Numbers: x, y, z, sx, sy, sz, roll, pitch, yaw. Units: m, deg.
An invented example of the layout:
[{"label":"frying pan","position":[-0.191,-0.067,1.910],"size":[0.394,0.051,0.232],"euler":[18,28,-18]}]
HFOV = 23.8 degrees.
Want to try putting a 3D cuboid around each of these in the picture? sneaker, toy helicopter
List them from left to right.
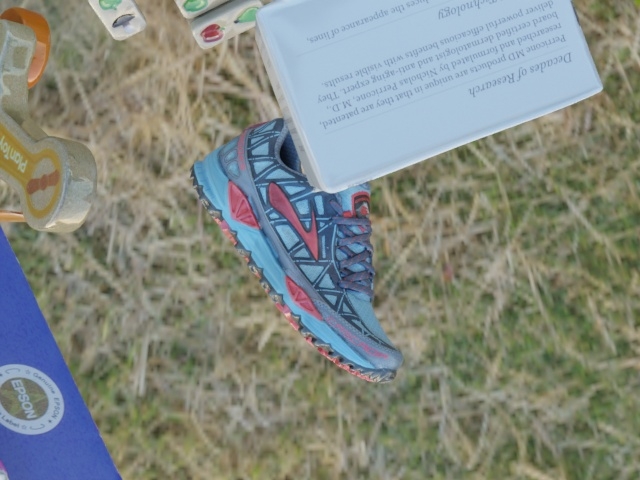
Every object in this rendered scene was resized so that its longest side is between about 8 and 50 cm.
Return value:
[{"label":"toy helicopter","position":[-0.307,-0.085,1.410],"size":[0.140,0.355,0.235],"euler":[13,105,-39]},{"label":"sneaker","position":[0.000,0.000,1.290],"size":[0.125,0.104,0.262],"euler":[-39,72,3]}]

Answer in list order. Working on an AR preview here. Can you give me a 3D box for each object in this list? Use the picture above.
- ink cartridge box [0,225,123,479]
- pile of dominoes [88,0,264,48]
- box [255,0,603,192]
[{"label":"ink cartridge box","position":[-0.282,0.006,0.721],"size":[0.330,0.324,0.071],"euler":[-9,146,-38]},{"label":"pile of dominoes","position":[-0.096,-0.236,1.076],"size":[0.196,0.040,0.251],"euler":[-25,147,4]},{"label":"box","position":[0.060,-0.115,0.968],"size":[0.182,0.181,0.119],"euler":[-20,94,-1]}]
